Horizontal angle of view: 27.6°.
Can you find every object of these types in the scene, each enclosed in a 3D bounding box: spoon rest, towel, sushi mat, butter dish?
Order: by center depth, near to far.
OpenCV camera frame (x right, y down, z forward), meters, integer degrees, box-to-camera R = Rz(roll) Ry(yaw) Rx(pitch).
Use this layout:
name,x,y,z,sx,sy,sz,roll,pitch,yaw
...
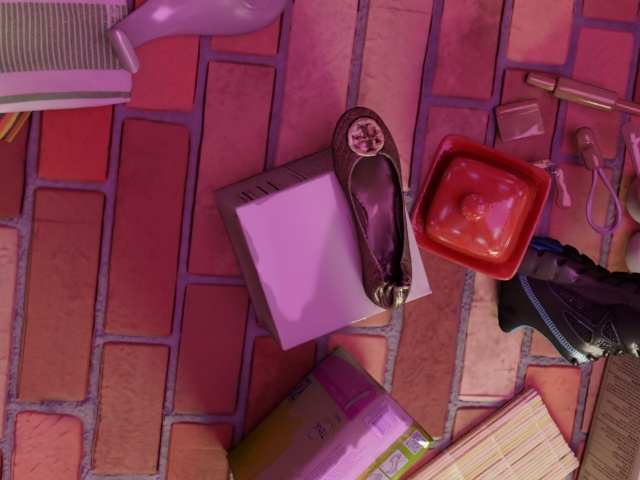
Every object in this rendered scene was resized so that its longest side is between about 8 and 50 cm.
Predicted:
name,x,y,z,sx,sy,sz,roll,pitch,yaw
towel,-0.314,-0.310,1.481,0.248,0.038,0.324,-13,107,-48
spoon rest,-0.146,-0.289,1.568,0.276,0.084,0.137,-34,116,-28
butter dish,0.203,-0.043,1.689,0.160,0.118,0.160,22,95,8
sushi mat,0.212,0.356,1.847,0.317,0.019,0.151,-36,110,-6

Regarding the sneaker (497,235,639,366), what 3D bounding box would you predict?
name,x,y,z,sx,sy,sz,roll,pitch,yaw
sneaker,0.393,0.108,1.725,0.125,0.341,0.139,-9,118,-56

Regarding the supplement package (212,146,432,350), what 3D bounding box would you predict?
name,x,y,z,sx,sy,sz,roll,pitch,yaw
supplement package,0.000,0.000,1.640,0.203,0.149,0.194,-21,105,-11

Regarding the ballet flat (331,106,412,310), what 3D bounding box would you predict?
name,x,y,z,sx,sy,sz,roll,pitch,yaw
ballet flat,0.068,-0.035,1.543,0.084,0.058,0.249,-12,103,-15

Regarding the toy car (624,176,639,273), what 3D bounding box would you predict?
name,x,y,z,sx,sy,sz,roll,pitch,yaw
toy car,0.516,-0.020,1.804,0.136,0.159,0.181,-17,109,-48

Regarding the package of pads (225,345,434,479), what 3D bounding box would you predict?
name,x,y,z,sx,sy,sz,roll,pitch,yaw
package of pads,-0.003,0.262,1.617,0.229,0.296,0.101,-44,101,-3

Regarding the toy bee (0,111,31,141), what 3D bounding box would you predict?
name,x,y,z,sx,sy,sz,roll,pitch,yaw
toy bee,-0.463,-0.195,1.461,0.298,0.162,0.195,12,100,-18

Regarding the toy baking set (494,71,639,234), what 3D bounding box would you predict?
name,x,y,z,sx,sy,sz,roll,pitch,yaw
toy baking set,0.351,-0.115,1.754,0.256,0.030,0.196,12,95,0

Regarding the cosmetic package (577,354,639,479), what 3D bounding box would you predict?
name,x,y,z,sx,sy,sz,roll,pitch,yaw
cosmetic package,0.475,0.259,1.833,0.129,0.153,0.296,10,100,-20
